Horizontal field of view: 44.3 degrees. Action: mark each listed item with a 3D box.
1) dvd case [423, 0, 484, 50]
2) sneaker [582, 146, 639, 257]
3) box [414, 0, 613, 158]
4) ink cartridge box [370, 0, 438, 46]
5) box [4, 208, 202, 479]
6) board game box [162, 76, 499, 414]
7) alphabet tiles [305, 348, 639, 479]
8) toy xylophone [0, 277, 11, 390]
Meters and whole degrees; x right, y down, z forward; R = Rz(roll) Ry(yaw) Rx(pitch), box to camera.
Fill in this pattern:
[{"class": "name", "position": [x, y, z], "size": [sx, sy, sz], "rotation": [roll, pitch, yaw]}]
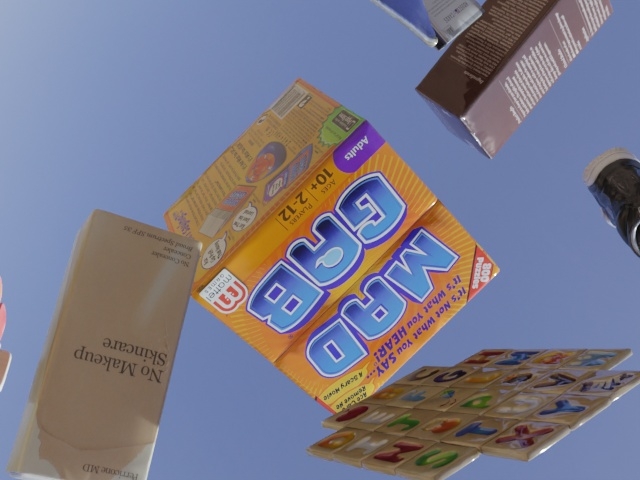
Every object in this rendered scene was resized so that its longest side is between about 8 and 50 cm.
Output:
[{"class": "dvd case", "position": [0.166, -0.447, 1.339], "size": [0.029, 0.239, 0.179], "rotation": [-37, -174, 45]}, {"class": "sneaker", "position": [0.508, -0.030, 1.229], "size": [0.101, 0.268, 0.153], "rotation": [-37, -129, 20]}, {"class": "box", "position": [0.379, -0.369, 1.524], "size": [0.143, 0.191, 0.381], "rotation": [40, -87, 36]}, {"class": "ink cartridge box", "position": [-0.042, -0.205, 0.322], "size": [0.045, 0.224, 0.223], "rotation": [-44, -140, 35]}, {"class": "box", "position": [-0.256, 0.138, 0.945], "size": [0.121, 0.148, 0.311], "rotation": [-30, -133, 59]}, {"class": "board game box", "position": [0.000, 0.000, 1.333], "size": [0.356, 0.356, 0.356], "rotation": [-44, -152, 3]}, {"class": "alphabet tiles", "position": [0.152, 0.172, 0.832], "size": [0.342, 0.285, 0.011], "rotation": [-14, -83, 60]}, {"class": "toy xylophone", "position": [-0.482, 0.068, 1.069], "size": [0.236, 0.081, 0.323], "rotation": [-114, -153, -60]}]
